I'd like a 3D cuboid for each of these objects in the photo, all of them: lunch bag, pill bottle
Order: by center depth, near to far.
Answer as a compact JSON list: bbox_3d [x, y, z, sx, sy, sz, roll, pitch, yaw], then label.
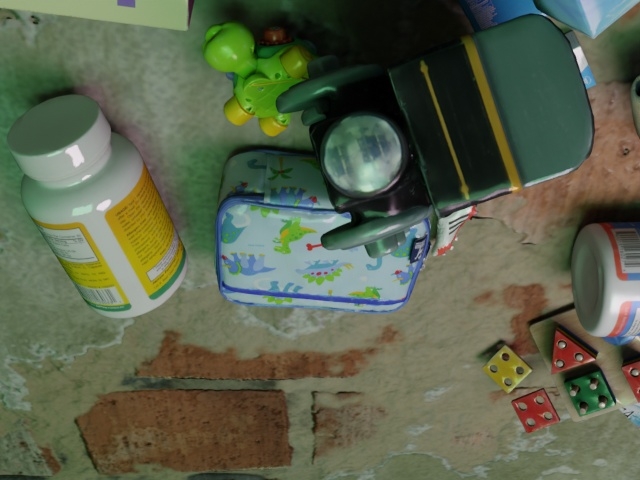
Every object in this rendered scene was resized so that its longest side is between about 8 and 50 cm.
[{"bbox_3d":[-0.214,-0.031,0.775,0.117,0.118,0.208,-9,135,8],"label":"pill bottle"},{"bbox_3d":[0.000,0.000,0.835,0.218,0.090,0.176,6,139,-6],"label":"lunch bag"},{"bbox_3d":[0.395,0.039,0.858,0.221,0.124,0.124,-1,135,0],"label":"pill bottle"}]

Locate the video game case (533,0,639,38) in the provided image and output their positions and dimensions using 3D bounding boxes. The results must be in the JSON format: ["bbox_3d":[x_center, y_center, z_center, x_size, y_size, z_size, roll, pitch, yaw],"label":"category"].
[{"bbox_3d":[0.170,-0.275,0.373,0.244,0.061,0.269,-38,130,4],"label":"video game case"}]

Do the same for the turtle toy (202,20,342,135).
[{"bbox_3d":[-0.047,-0.147,0.688,0.095,0.066,0.130,-33,157,27],"label":"turtle toy"}]

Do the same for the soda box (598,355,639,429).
[{"bbox_3d":[0.404,0.181,1.048,0.063,0.058,0.183,-31,127,26],"label":"soda box"}]

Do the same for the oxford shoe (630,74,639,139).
[{"bbox_3d":[0.446,-0.160,0.632,0.397,0.141,0.146,-29,141,24],"label":"oxford shoe"}]

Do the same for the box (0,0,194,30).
[{"bbox_3d":[-0.197,-0.275,0.530,0.242,0.117,0.214,5,135,-8],"label":"box"}]

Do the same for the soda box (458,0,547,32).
[{"bbox_3d":[0.203,-0.232,0.607,0.210,0.071,0.067,-25,111,22],"label":"soda box"}]

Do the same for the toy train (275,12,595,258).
[{"bbox_3d":[0.088,-0.078,0.610,0.190,0.334,0.142,-17,92,10],"label":"toy train"}]

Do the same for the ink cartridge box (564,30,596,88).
[{"bbox_3d":[0.201,-0.148,0.731,0.083,0.028,0.048,-24,131,21],"label":"ink cartridge box"}]

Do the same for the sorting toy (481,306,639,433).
[{"bbox_3d":[0.328,0.146,0.961,0.274,0.046,0.132,-26,88,26],"label":"sorting toy"}]

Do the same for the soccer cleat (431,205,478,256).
[{"bbox_3d":[0.137,-0.017,0.864,0.035,0.029,0.083,24,127,-12],"label":"soccer cleat"}]
